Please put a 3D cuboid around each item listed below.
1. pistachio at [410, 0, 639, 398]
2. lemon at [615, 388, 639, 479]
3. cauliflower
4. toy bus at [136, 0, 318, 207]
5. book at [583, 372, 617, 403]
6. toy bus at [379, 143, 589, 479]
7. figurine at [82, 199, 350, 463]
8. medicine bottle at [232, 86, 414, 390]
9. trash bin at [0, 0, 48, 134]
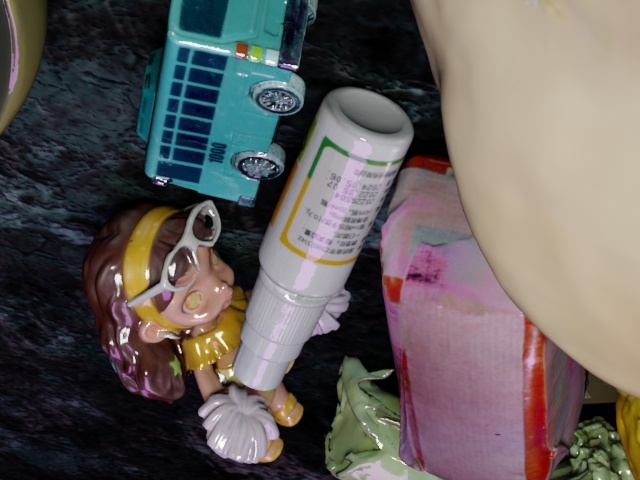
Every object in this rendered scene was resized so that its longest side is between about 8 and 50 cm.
[{"bbox_3d":[0.178,-0.090,0.658,0.365,0.281,0.445,40,170,29],"label":"pistachio"},{"bbox_3d":[0.328,0.121,1.066,0.263,0.236,0.236,2,150,18],"label":"lemon"},{"bbox_3d":[0.129,0.251,1.321,0.281,0.260,0.327,10,152,-1],"label":"cauliflower"},{"bbox_3d":[-0.057,-0.093,0.951,0.092,0.079,0.160,11,150,-5],"label":"toy bus"},{"bbox_3d":[0.249,0.088,1.249,0.199,0.016,0.138,-7,147,27],"label":"book"},{"bbox_3d":[0.115,0.060,1.100,0.127,0.147,0.302,10,147,14],"label":"toy bus"},{"bbox_3d":[-0.077,0.070,1.175,0.116,0.174,0.240,-7,134,42],"label":"figurine"},{"bbox_3d":[0.000,0.000,1.054,0.061,0.092,0.220,33,124,14],"label":"medicine bottle"},{"bbox_3d":[-0.296,-0.114,0.852,0.334,0.214,0.214,-2,150,29],"label":"trash bin"}]
